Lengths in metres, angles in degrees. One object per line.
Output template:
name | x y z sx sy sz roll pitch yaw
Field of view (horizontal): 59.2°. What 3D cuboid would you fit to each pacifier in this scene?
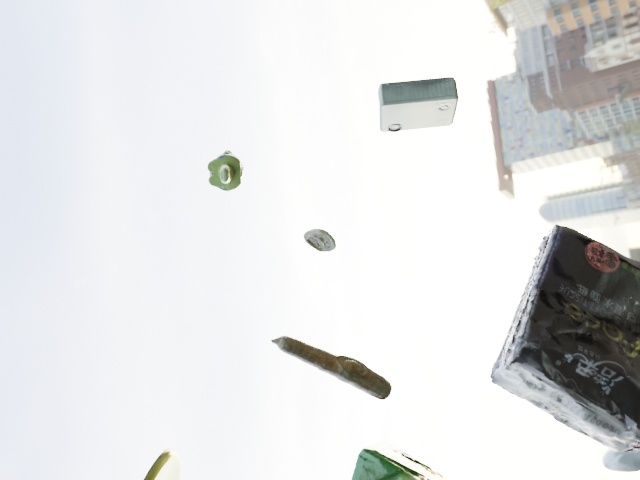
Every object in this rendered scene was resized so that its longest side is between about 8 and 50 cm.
pacifier | 0.722 0.447 1.271 0.227 0.207 0.279 48 -161 16

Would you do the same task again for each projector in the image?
projector | 0.324 -0.460 1.906 0.192 0.257 0.099 72 -166 -69

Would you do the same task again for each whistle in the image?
whistle | -0.236 -0.170 1.413 0.227 0.085 0.105 -115 23 -77

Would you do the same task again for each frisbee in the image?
frisbee | -0.306 0.499 1.024 0.236 0.017 0.236 12 -90 -82

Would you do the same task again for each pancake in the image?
pancake | 0.001 0.001 1.665 0.108 0.108 0.017 51 -132 -36

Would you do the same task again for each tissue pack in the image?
tissue pack | 0.445 0.146 0.926 0.332 0.245 0.123 -55 -12 -34

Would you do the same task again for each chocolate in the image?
chocolate | 0.263 0.724 1.595 0.161 0.341 0.360 -61 -21 -7

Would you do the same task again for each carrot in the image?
carrot | 0.032 0.318 1.451 0.342 0.070 0.070 27 -129 -7
